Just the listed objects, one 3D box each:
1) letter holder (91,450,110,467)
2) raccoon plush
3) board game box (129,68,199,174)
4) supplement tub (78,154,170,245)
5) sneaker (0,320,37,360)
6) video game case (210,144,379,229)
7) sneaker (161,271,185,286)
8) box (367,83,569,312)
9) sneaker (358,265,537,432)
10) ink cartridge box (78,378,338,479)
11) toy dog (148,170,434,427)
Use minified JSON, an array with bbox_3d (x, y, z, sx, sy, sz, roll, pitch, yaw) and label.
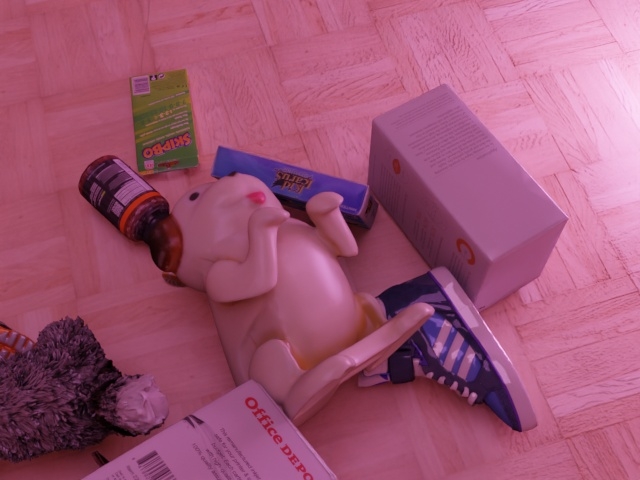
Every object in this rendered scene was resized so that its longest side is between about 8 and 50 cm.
[{"bbox_3d":[-0.276,0.479,1.166,0.152,0.214,0.302,-38,67,-19],"label":"letter holder"},{"bbox_3d":[-0.450,0.243,1.186,0.299,0.446,0.216,-20,86,-34],"label":"raccoon plush"},{"bbox_3d":[-0.323,-0.242,1.681,0.124,0.039,0.259,-9,58,-4],"label":"board game box"},{"bbox_3d":[-0.360,-0.069,1.542,0.198,0.106,0.106,40,68,20],"label":"supplement tub"},{"bbox_3d":[-0.554,0.184,1.416,0.215,0.083,0.084,38,82,0],"label":"sneaker"},{"bbox_3d":[-0.038,-0.091,1.477,0.270,0.244,0.061,16,89,9],"label":"video game case"},{"bbox_3d":[-0.252,0.065,1.512,0.083,0.031,0.036,10,47,0],"label":"sneaker"},{"bbox_3d":[0.249,-0.073,1.467,0.168,0.215,0.345,-28,64,-15],"label":"box"},{"bbox_3d":[0.188,0.224,1.379,0.236,0.130,0.322,-30,73,0],"label":"sneaker"},{"bbox_3d":[-0.149,0.349,1.074,0.289,0.121,0.211,-25,65,-38],"label":"ink cartridge box"},{"bbox_3d":[-0.080,0.071,1.305,0.285,0.395,0.408,-28,74,-35],"label":"toy dog"}]
